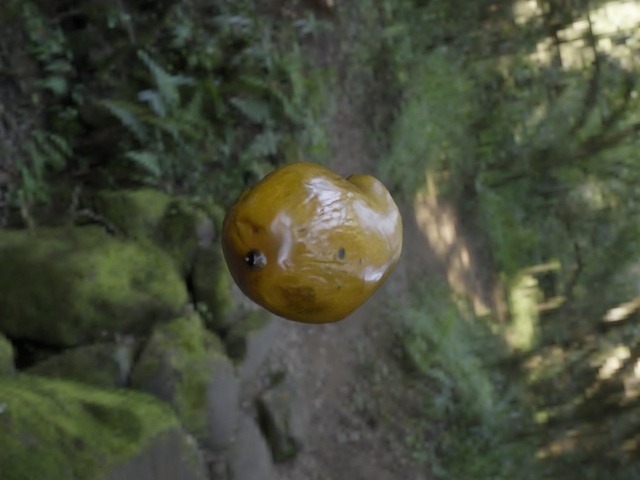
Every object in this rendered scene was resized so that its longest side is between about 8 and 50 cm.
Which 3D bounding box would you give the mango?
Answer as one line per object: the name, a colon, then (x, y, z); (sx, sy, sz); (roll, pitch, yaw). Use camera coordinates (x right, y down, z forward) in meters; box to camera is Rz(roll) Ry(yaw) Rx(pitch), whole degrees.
mango: (0.001, 0.004, 1.595); (0.359, 0.144, 0.187); (4, 78, -63)
